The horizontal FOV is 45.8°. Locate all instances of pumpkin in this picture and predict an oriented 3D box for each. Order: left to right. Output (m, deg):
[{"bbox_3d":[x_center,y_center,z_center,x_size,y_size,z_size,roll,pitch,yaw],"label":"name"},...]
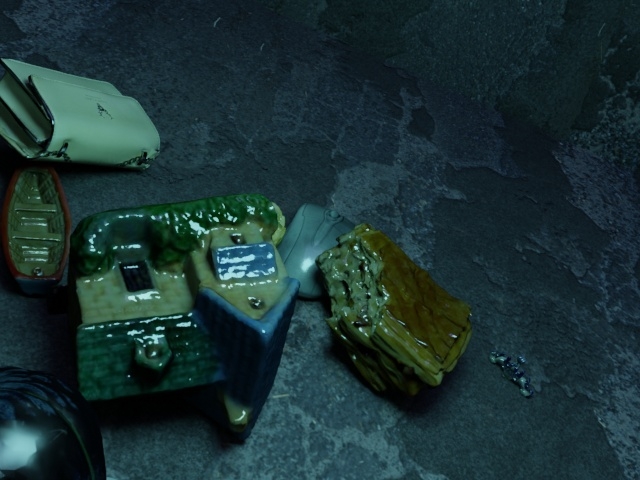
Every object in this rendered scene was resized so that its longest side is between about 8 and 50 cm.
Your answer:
[{"bbox_3d":[-0.464,0.313,0.984,0.364,0.266,0.363,-2,14,0],"label":"pumpkin"}]

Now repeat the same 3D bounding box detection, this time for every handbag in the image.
[{"bbox_3d":[-0.554,-0.270,1.718,0.237,0.160,0.358,46,19,17],"label":"handbag"}]

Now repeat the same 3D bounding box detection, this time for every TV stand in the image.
[{"bbox_3d":[-0.403,0.117,1.501,0.257,0.049,0.040,4,42,-29],"label":"TV stand"}]

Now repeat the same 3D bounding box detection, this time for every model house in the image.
[{"bbox_3d":[-0.240,0.150,1.334,0.382,0.334,0.342,-3,42,-22],"label":"model house"}]

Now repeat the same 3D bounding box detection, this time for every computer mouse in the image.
[{"bbox_3d":[0.000,0.000,1.848,0.188,0.122,0.371,28,32,2],"label":"computer mouse"}]

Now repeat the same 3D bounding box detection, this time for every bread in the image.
[{"bbox_3d":[0.132,0.157,1.643,0.370,0.191,0.314,42,34,9],"label":"bread"}]

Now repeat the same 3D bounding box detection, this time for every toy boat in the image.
[{"bbox_3d":[-0.587,-0.045,1.563,0.136,0.079,0.392,5,41,-25],"label":"toy boat"}]

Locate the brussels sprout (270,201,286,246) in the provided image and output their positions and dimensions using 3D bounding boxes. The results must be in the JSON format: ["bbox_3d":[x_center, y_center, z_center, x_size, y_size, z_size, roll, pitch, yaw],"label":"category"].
[{"bbox_3d":[-0.160,-0.019,1.761,0.152,0.122,0.149,-9,68,-21],"label":"brussels sprout"}]

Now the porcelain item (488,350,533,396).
[{"bbox_3d":[0.461,0.298,1.788,0.021,0.075,0.136,-13,50,-43],"label":"porcelain item"}]

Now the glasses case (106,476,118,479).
[{"bbox_3d":[-0.320,0.447,1.135,0.076,0.049,0.197,4,41,-29],"label":"glasses case"}]
